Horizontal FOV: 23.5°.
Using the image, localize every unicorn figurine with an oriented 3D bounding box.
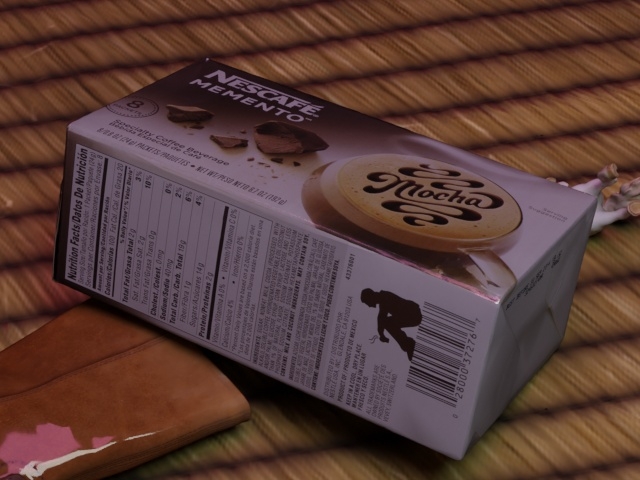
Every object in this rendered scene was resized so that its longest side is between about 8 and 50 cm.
[{"bbox_3d":[0.148,-0.022,1.053,0.162,0.111,0.060,10,79,-17],"label":"unicorn figurine"}]

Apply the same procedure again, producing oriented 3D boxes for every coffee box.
[{"bbox_3d":[0.000,0.000,0.977,0.297,0.118,0.168,22,31,21],"label":"coffee box"}]

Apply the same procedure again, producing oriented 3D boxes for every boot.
[{"bbox_3d":[-0.166,0.158,0.906,0.280,0.096,0.264,-21,41,-27],"label":"boot"}]
